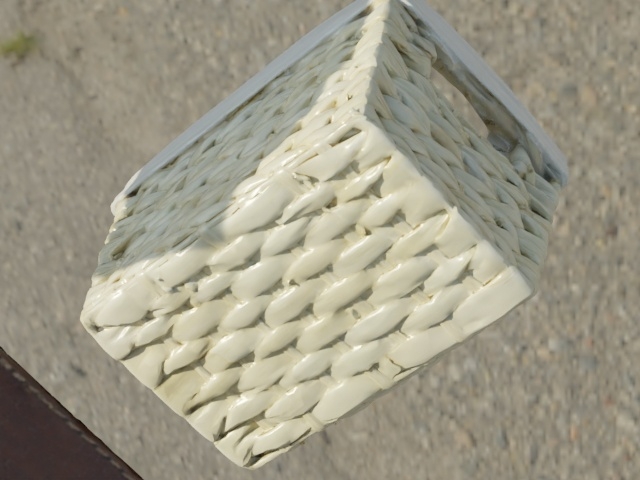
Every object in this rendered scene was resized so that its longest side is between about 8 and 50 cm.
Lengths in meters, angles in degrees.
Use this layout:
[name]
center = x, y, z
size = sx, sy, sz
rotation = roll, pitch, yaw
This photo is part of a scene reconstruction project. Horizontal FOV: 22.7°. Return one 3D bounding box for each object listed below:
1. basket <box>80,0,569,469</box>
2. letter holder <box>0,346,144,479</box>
[basket]
center = 0.000, 0.000, 0.629
size = 0.167, 0.113, 0.103
rotation = -35, 23, 29
[letter holder]
center = -0.073, 0.212, 0.413
size = 0.302, 0.152, 0.214
rotation = 42, 37, 6
